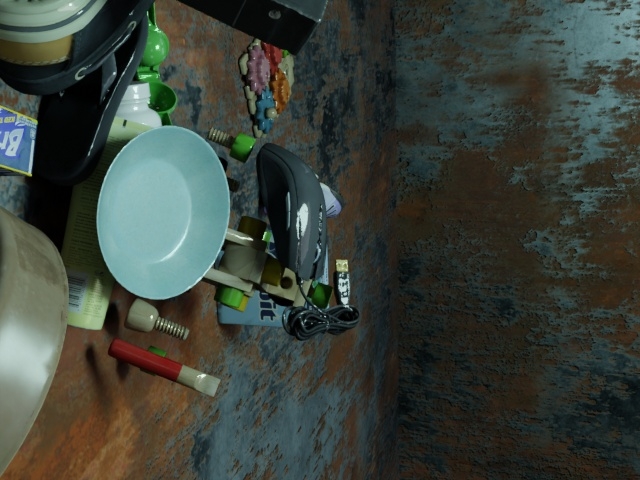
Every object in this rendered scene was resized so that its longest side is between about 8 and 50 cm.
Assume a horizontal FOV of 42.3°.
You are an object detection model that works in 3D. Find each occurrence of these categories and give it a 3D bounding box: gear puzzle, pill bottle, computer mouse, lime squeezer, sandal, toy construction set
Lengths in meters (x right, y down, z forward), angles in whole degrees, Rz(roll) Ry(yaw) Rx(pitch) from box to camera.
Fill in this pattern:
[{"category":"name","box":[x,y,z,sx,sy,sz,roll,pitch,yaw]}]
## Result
[{"category":"gear puzzle","box":[-0.069,-0.340,1.585,0.339,0.044,0.175,-67,154,-50]},{"category":"pill bottle","box":[-0.231,-0.107,0.991,0.087,0.087,0.160,-45,135,-67]},{"category":"computer mouse","box":[0.000,0.000,1.077,0.184,0.060,0.262,17,60,-60]},{"category":"lime squeezer","box":[-0.214,-0.222,1.046,0.110,0.059,0.310,165,-82,-80]},{"category":"sandal","box":[-0.251,-0.185,0.895,0.054,0.097,0.254,52,43,-65]},{"category":"toy construction set","box":[-0.106,0.069,1.091,0.257,0.237,0.309,116,-4,-58]}]

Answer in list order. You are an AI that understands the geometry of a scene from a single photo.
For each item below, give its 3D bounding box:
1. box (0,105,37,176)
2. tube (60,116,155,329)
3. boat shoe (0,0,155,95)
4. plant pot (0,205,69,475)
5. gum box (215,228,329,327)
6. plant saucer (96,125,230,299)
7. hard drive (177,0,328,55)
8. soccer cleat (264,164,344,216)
[{"category":"box","box":[-0.325,-0.099,0.733,0.169,0.054,0.059,22,72,-73]},{"category":"tube","box":[-0.247,-0.022,0.929,0.070,0.062,0.240,17,85,-62]},{"category":"boat shoe","box":[-0.213,-0.349,0.861,0.156,0.187,0.500,110,0,-57]},{"category":"plant pot","box":[-0.321,0.043,0.483,0.229,0.263,0.263,48,44,-44]},{"category":"gum box","box":[-0.080,0.062,1.355,0.041,0.184,0.157,-39,129,-69]},{"category":"plant saucer","box":[-0.182,-0.032,0.930,0.195,0.037,0.195,-15,109,-51]},{"category":"hard drive","box":[-0.135,-0.333,0.746,0.064,0.339,0.237,-44,-153,54]},{"category":"soccer cleat","box":[-0.037,-0.078,1.666,0.116,0.109,0.318,-66,163,-3]}]
